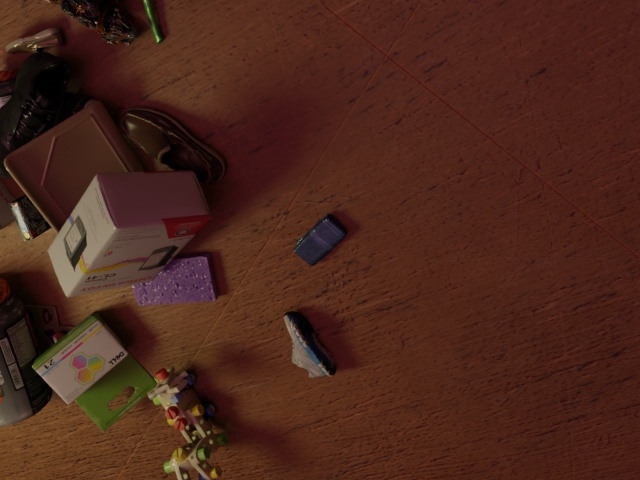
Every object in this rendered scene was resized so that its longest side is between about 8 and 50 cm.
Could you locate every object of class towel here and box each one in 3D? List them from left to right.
[{"bbox_3d":[0.000,0.000,1.545,0.067,0.029,0.119,44,113,-7],"label":"towel"}]

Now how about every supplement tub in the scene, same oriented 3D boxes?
[{"bbox_3d":[-0.816,0.278,1.731,0.207,0.207,0.337,-5,110,14],"label":"supplement tub"},{"bbox_3d":[-0.685,-0.278,1.536,0.117,0.117,0.190,-6,109,15],"label":"supplement tub"}]

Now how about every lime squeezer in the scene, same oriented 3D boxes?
[{"bbox_3d":[-0.404,-0.557,1.405,0.310,0.059,0.110,47,146,-9],"label":"lime squeezer"}]

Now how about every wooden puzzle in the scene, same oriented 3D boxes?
[{"bbox_3d":[-0.519,-0.152,1.493,0.239,0.044,0.221,-39,128,-18],"label":"wooden puzzle"}]

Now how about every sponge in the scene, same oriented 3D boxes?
[{"bbox_3d":[-0.353,0.094,1.661,0.210,0.031,0.117,-5,111,14],"label":"sponge"}]

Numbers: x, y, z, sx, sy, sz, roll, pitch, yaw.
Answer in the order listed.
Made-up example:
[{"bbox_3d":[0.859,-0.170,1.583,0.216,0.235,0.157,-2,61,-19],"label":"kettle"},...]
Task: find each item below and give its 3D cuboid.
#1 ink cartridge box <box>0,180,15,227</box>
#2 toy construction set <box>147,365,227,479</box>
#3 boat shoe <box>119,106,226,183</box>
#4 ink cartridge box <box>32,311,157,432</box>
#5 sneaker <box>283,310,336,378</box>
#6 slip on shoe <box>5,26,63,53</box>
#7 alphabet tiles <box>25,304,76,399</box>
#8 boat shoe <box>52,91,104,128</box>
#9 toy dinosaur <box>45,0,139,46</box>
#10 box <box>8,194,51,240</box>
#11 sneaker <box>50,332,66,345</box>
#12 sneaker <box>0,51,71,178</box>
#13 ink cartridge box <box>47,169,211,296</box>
[{"bbox_3d":[-0.832,-0.070,1.589,0.100,0.237,0.172,-28,104,24],"label":"ink cartridge box"},{"bbox_3d":[-0.340,0.442,1.699,0.151,0.215,0.327,-10,109,16],"label":"toy construction set"},{"bbox_3d":[-0.327,-0.205,1.497,0.258,0.095,0.095,27,115,1],"label":"boat shoe"},{"bbox_3d":[-0.551,0.334,1.721,0.189,0.097,0.255,-41,102,-14],"label":"ink cartridge box"},{"bbox_3d":[-0.045,0.255,1.640,0.083,0.071,0.190,-24,104,26],"label":"sneaker"},{"bbox_3d":[-0.619,-0.422,1.501,0.135,0.051,0.041,-16,105,10],"label":"slip on shoe"},{"bbox_3d":[-0.783,0.298,1.851,0.343,0.011,0.285,1,112,12],"label":"alphabet tiles"},{"bbox_3d":[-0.564,-0.182,1.557,0.091,0.114,0.302,20,102,5],"label":"boat shoe"},{"bbox_3d":[-0.491,-0.499,1.342,0.322,0.218,0.164,15,79,-35],"label":"toy dinosaur"},{"bbox_3d":[-0.654,-0.067,1.603,0.027,0.137,0.093,-9,110,16],"label":"box"},{"bbox_3d":[-0.655,0.319,1.789,0.075,0.063,0.170,-23,110,14],"label":"sneaker"},{"bbox_3d":[-0.608,-0.264,1.441,0.130,0.109,0.286,15,83,48],"label":"sneaker"},{"bbox_3d":[-0.407,-0.015,1.467,0.306,0.226,0.131,-42,67,42],"label":"ink cartridge box"}]
